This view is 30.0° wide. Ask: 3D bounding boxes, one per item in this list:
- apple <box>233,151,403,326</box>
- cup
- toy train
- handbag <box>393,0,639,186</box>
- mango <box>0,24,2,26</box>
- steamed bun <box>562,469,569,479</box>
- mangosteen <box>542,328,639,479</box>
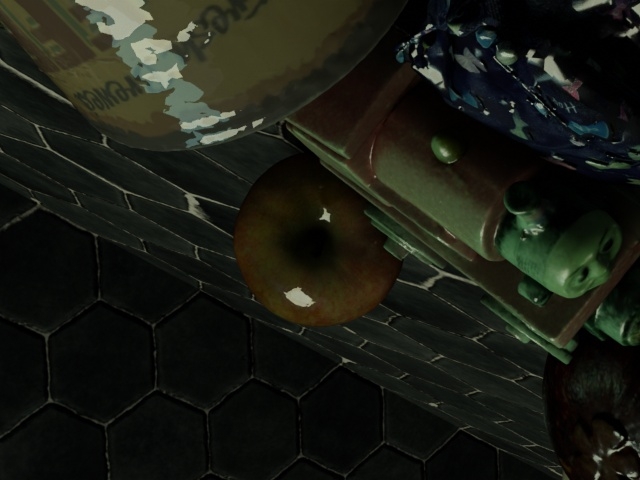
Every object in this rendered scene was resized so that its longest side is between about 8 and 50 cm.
[{"bbox_3d":[0.000,0.000,1.291,0.188,0.188,0.174,24,173,2],"label":"apple"},{"bbox_3d":[-0.062,-0.201,0.520,0.301,0.227,0.257,-8,149,26],"label":"cup"},{"bbox_3d":[0.118,-0.036,0.884,0.304,0.150,0.221,38,-179,33],"label":"toy train"},{"bbox_3d":[0.179,-0.095,0.704,0.260,0.113,0.162,26,180,-25],"label":"handbag"},{"bbox_3d":[-0.231,-0.225,0.950,0.233,0.111,0.125,10,-179,6],"label":"mango"},{"bbox_3d":[0.461,0.303,1.422,0.334,0.333,0.374,26,165,-9],"label":"steamed bun"},{"bbox_3d":[0.344,0.138,1.083,0.288,0.288,0.288,23,168,5],"label":"mangosteen"}]
